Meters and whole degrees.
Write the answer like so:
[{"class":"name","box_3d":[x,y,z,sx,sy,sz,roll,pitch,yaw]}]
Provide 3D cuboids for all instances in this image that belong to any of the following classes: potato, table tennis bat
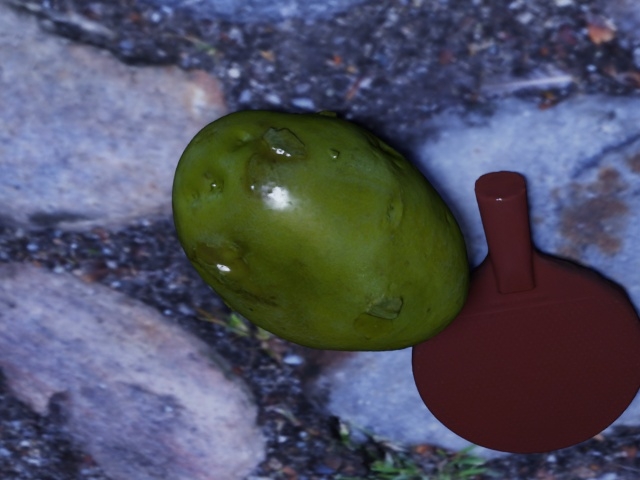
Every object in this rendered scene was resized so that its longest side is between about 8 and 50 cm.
[{"class":"potato","box_3d":[0.000,0.000,1.293,0.253,0.148,0.186,28,121,-20]},{"class":"table tennis bat","box_3d":[0.170,0.073,1.424,0.200,0.038,0.310,-9,129,7]}]
